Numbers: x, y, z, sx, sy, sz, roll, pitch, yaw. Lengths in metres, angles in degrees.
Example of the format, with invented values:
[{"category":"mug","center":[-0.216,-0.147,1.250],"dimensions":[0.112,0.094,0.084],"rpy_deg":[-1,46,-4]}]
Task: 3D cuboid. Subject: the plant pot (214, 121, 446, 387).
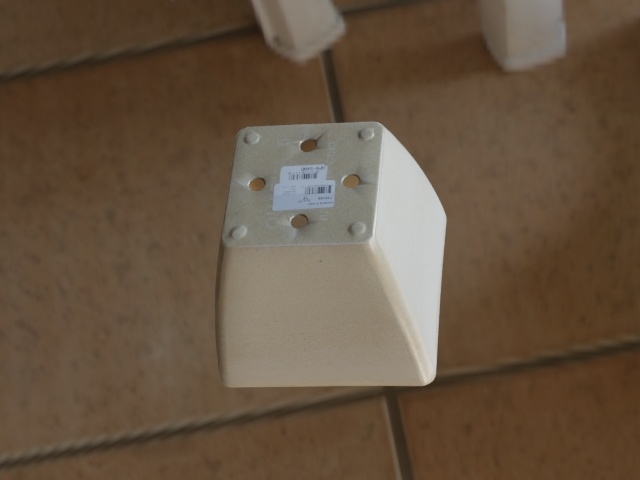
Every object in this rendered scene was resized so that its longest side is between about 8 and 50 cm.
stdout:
[{"category":"plant pot","center":[0.000,0.000,0.891],"dimensions":[0.109,0.096,0.109],"rpy_deg":[-1,53,11]}]
